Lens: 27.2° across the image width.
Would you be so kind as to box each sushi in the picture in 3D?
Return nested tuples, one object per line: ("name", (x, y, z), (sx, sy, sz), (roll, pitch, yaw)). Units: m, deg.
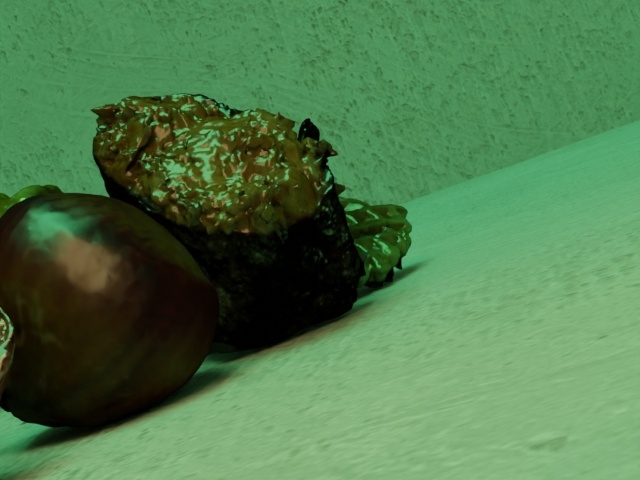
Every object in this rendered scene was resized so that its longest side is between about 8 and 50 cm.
("sushi", (-0.090, -0.048, 1.365), (0.234, 0.207, 0.348), (-31, 40, -25))

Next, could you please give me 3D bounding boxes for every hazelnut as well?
("hazelnut", (-0.213, 0.069, 1.188), (0.251, 0.217, 0.217), (14, 25, 40))

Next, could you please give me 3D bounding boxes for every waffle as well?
("waffle", (0.000, 0.000, 1.517), (0.208, 0.054, 0.214), (7, 26, 4))

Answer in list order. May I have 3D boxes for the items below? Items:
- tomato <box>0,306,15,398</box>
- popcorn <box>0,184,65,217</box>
("tomato", (-0.412, 0.129, 1.013), (0.338, 0.143, 0.338), (4, 39, -3))
("popcorn", (-0.406, 0.057, 1.786), (0.274, 0.279, 0.335), (17, 9, 40))
